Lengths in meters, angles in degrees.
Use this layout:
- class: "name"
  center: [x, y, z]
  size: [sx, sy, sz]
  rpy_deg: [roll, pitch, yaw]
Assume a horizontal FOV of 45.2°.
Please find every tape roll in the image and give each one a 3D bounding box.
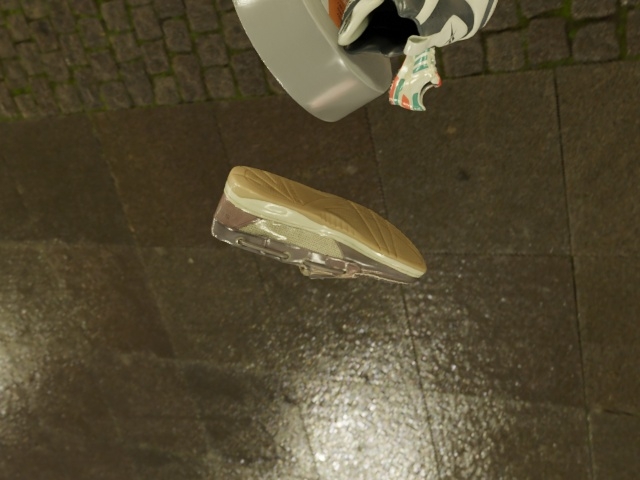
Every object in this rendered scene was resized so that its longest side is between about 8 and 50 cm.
- class: "tape roll"
  center: [-0.007, -0.245, 0.858]
  size: [0.072, 0.219, 0.219]
  rpy_deg: [-27, 102, 26]

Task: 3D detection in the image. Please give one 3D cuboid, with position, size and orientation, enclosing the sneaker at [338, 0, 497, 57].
- class: "sneaker"
  center: [0.047, -0.267, 0.778]
  size: [0.235, 0.153, 0.094]
  rpy_deg: [45, 150, 10]

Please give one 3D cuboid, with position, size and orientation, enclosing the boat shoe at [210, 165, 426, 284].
- class: "boat shoe"
  center: [0.000, 0.000, 0.927]
  size: [0.285, 0.103, 0.092]
  rpy_deg: [20, 117, -31]

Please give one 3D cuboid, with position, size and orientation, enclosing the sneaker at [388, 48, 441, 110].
- class: "sneaker"
  center: [0.178, -0.294, 1.293]
  size: [0.075, 0.057, 0.161]
  rpy_deg: [26, 97, 21]
